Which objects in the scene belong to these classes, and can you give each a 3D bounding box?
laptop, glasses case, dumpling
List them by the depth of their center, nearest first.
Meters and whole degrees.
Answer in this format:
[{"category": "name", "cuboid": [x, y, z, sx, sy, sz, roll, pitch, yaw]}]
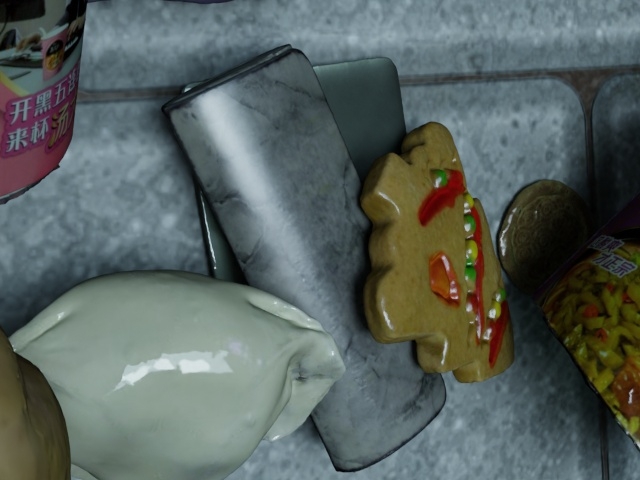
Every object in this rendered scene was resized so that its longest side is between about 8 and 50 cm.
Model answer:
[{"category": "dumpling", "cuboid": [-0.105, 0.096, 0.569, 0.250, 0.162, 0.132, -1, 50, -21]}, {"category": "glasses case", "cuboid": [-0.006, 0.018, 0.641, 0.114, 0.060, 0.299, -33, 109, -27]}, {"category": "laptop", "cuboid": [0.000, 0.000, 0.688, 0.188, 0.015, 0.269, -14, 100, -27]}]

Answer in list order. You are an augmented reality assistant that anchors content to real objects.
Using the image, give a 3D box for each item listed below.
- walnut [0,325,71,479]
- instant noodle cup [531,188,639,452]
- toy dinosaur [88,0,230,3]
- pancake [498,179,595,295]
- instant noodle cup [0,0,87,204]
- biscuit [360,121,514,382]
[{"category": "walnut", "cuboid": [-0.288, 0.142, 0.349, 0.381, 0.381, 0.381, -2, 94, -28]}, {"category": "instant noodle cup", "cuboid": [0.343, 0.066, 0.690, 0.266, 0.340, 0.340, -37, 112, 10]}, {"category": "toy dinosaur", "cuboid": [0.024, -0.230, 0.651, 0.331, 0.129, 0.383, 32, 79, -35]}, {"category": "pancake", "cuboid": [0.207, -0.001, 0.803, 0.115, 0.011, 0.115, -3, 96, -27]}, {"category": "instant noodle cup", "cuboid": [-0.200, -0.154, 0.411, 0.244, 0.244, 0.255, -10, 130, -28]}, {"category": "biscuit", "cuboid": [0.104, 0.026, 0.691, 0.238, 0.041, 0.212, 51, 39, -34]}]
